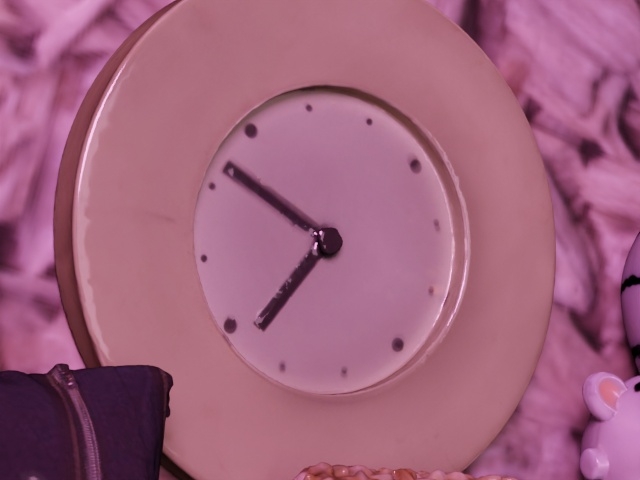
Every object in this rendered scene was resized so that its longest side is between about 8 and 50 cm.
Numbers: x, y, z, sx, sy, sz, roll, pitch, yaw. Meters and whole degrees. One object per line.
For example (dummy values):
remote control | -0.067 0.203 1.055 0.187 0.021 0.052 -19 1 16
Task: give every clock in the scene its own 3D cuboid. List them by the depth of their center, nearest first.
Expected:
clock | 0.000 0.000 0.672 0.235 0.029 0.234 3 85 -29
clock | 0.170 0.058 0.731 0.117 0.080 0.176 6 83 -29

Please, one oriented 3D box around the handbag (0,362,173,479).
handbag | -0.138 0.148 0.499 0.211 0.089 0.254 5 63 -25

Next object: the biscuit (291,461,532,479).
biscuit | 0.049 0.137 0.645 0.169 0.070 0.082 11 103 -30
